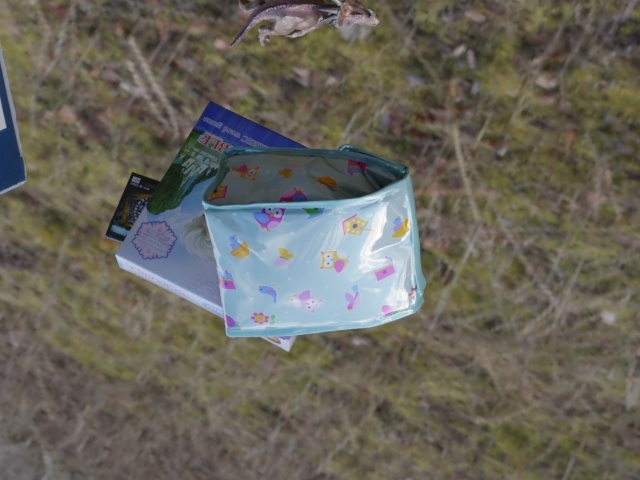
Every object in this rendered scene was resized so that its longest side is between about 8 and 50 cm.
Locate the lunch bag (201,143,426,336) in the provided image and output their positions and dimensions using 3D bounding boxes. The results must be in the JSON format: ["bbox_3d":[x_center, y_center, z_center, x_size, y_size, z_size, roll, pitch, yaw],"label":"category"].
[{"bbox_3d":[0.000,0.000,1.467,0.262,0.160,0.223,-2,124,9],"label":"lunch bag"}]

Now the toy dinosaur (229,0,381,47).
[{"bbox_3d":[-0.042,-0.463,2.296,0.200,0.296,0.127,12,117,57],"label":"toy dinosaur"}]

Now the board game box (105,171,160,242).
[{"bbox_3d":[-0.272,-0.034,1.985,0.186,0.126,0.026,19,171,23],"label":"board game box"}]

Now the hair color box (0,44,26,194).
[{"bbox_3d":[-0.393,-0.103,0.806,0.347,0.105,0.173,-1,107,20],"label":"hair color box"}]

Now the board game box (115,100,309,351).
[{"bbox_3d":[-0.119,-0.029,1.885,0.319,0.318,0.066,25,161,7],"label":"board game box"}]
